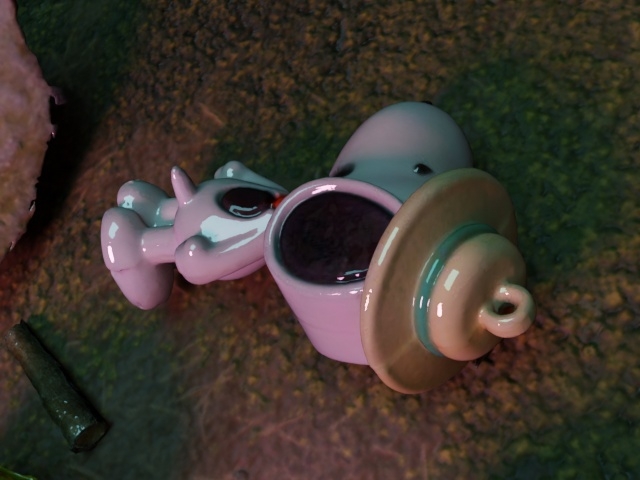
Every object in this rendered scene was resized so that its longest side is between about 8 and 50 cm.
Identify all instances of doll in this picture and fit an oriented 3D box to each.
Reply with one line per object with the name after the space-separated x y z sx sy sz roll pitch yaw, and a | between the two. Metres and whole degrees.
-0.011 0.015 0.593 0.271 0.144 0.208 -17 40 13 | doll

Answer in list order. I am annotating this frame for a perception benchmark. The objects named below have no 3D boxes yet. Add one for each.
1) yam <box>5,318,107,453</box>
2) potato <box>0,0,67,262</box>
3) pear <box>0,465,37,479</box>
-0.203 0.103 0.689 0.033 0.027 0.129 -48 56 -4 | yam
-0.387 -0.094 0.751 0.289 0.300 0.237 -40 26 -25 | potato
-0.260 0.226 0.561 0.187 0.187 0.219 22 73 31 | pear
